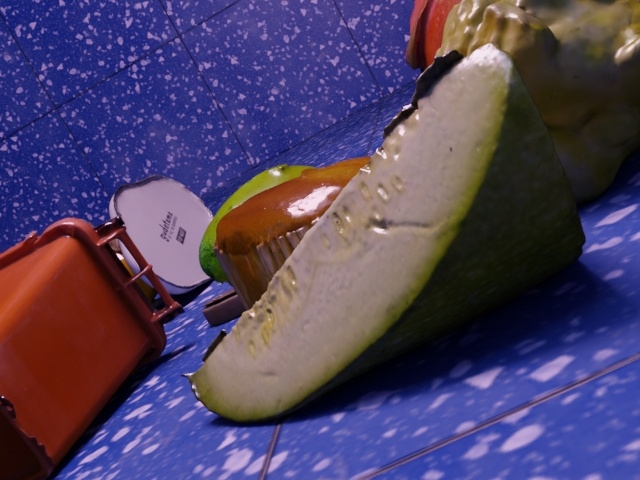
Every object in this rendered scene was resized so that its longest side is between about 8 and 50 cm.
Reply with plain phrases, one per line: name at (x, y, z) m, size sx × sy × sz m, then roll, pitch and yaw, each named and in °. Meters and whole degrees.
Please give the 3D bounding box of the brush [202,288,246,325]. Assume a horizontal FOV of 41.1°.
brush at (0.017, -0.008, 0.767) m, size 0.327 × 0.065 × 0.070 m, roll -26°, pitch 10°, yaw 24°

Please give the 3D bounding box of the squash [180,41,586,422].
squash at (0.009, 0.026, 0.459) m, size 0.252 × 0.093 × 0.169 m, roll -27°, pitch -35°, yaw 6°

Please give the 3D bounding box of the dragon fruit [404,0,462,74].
dragon fruit at (0.232, -0.266, 0.986) m, size 0.290 × 0.189 × 0.290 m, roll -15°, pitch 8°, yaw 2°

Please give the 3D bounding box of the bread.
bread at (0.000, 0.000, 0.641) m, size 0.132 × 0.114 × 0.190 m, roll -31°, pitch 15°, yaw -28°

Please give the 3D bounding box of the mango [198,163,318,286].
mango at (-0.052, -0.018, 0.894) m, size 0.178 × 0.100 × 0.119 m, roll -34°, pitch 11°, yaw -25°

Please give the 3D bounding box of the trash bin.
trash bin at (-0.238, 0.097, 0.710) m, size 0.184 × 0.161 × 0.238 m, roll -27°, pitch 17°, yaw 15°

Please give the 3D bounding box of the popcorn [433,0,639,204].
popcorn at (0.164, -0.109, 0.586) m, size 0.173 × 0.173 × 0.142 m, roll -21°, pitch 20°, yaw 42°

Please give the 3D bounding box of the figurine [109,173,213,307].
figurine at (-0.231, 0.027, 1.119) m, size 0.141 × 0.166 × 0.250 m, roll -48°, pitch 9°, yaw 21°
